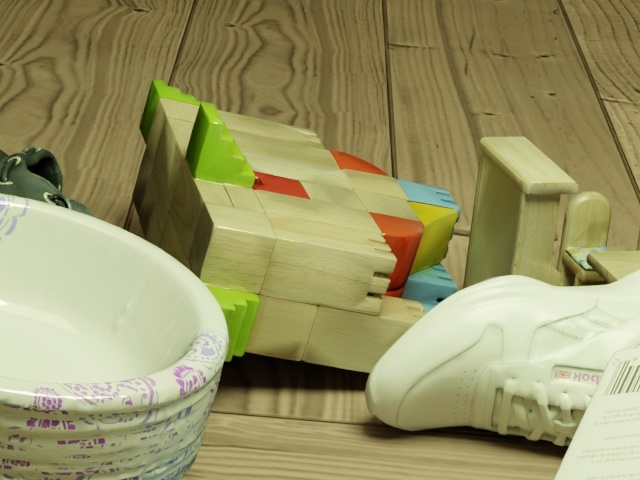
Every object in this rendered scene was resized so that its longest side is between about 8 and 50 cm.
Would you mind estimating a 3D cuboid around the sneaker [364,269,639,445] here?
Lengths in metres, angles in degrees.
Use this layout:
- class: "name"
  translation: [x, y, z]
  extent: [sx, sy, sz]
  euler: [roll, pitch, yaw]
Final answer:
- class: "sneaker"
  translation: [0.187, 0.100, 1.350]
  extent: [0.305, 0.114, 0.152]
  euler: [-10, 49, -7]

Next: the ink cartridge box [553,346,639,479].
- class: "ink cartridge box"
  translation: [0.261, 0.154, 1.084]
  extent: [0.296, 0.066, 0.261]
  euler: [-12, 33, 43]

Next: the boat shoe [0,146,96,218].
- class: "boat shoe"
  translation: [-0.235, -0.002, 1.492]
  extent: [0.113, 0.127, 0.340]
  euler: [-12, 16, -10]

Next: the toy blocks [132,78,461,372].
- class: "toy blocks"
  translation: [0.000, 0.000, 1.520]
  extent: [0.261, 0.190, 0.381]
  euler: [11, 20, -18]

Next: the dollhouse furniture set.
- class: "dollhouse furniture set"
  translation: [0.252, 0.007, 1.533]
  extent: [0.242, 0.161, 0.212]
  euler: [-2, 23, -17]

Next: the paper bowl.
- class: "paper bowl"
  translation: [-0.210, 0.089, 1.195]
  extent: [0.284, 0.148, 0.284]
  euler: [13, 21, -5]
